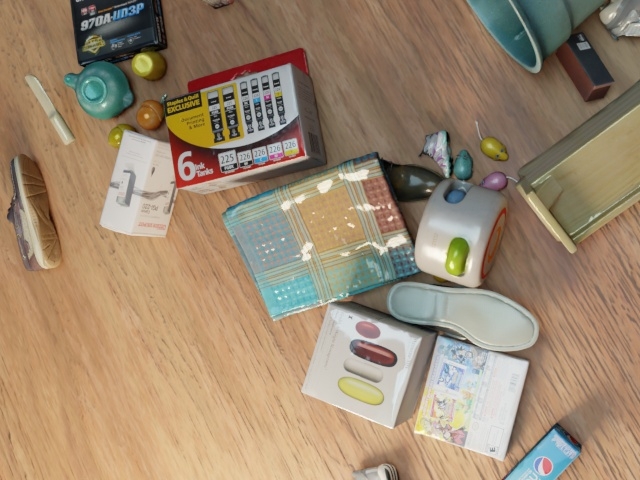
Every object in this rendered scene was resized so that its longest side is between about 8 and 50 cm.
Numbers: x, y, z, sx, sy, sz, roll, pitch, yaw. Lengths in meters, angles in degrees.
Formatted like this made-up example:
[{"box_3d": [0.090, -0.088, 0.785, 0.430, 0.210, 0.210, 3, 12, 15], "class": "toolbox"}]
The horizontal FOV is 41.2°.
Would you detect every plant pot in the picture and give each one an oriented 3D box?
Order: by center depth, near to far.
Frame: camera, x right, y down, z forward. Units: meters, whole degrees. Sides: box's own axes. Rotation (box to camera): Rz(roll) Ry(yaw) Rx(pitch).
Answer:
[{"box_3d": [0.433, -0.545, 1.552, 0.334, 0.341, 0.341, -37, 77, 6], "class": "plant pot"}]

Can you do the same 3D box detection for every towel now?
[{"box_3d": [0.000, 0.000, 1.758, 0.370, 0.040, 0.271, -19, 103, 23], "class": "towel"}]

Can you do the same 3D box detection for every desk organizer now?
[{"box_3d": [0.509, -0.335, 1.644, 0.047, 0.050, 0.130, -15, 64, -14], "class": "desk organizer"}]

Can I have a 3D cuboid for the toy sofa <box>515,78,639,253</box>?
[{"box_3d": [0.554, -0.153, 1.588, 0.362, 0.177, 0.150, -38, 101, 14], "class": "toy sofa"}]

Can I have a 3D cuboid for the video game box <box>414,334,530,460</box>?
[{"box_3d": [0.301, 0.311, 1.696, 0.187, 0.048, 0.205, 15, 93, 18], "class": "video game box"}]

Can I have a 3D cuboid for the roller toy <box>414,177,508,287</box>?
[{"box_3d": [0.267, -0.017, 1.646, 0.146, 0.209, 0.191, 19, 81, 20], "class": "roller toy"}]

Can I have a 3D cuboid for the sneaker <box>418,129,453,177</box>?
[{"box_3d": [0.234, -0.173, 1.747, 0.069, 0.038, 0.098, -9, 81, 24], "class": "sneaker"}]

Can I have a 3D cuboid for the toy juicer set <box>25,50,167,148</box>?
[{"box_3d": [-0.508, -0.314, 1.994, 0.329, 0.089, 0.209, -9, 98, 11], "class": "toy juicer set"}]

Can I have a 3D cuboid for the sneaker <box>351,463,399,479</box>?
[{"box_3d": [0.104, 0.579, 1.745, 0.132, 0.086, 0.229, -12, 74, 24], "class": "sneaker"}]

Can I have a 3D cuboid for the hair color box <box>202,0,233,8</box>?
[{"box_3d": [-0.251, -0.615, 1.904, 0.053, 0.093, 0.167, -13, 84, 19], "class": "hair color box"}]

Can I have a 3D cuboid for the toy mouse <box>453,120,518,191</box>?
[{"box_3d": [0.320, -0.139, 1.714, 0.161, 0.031, 0.143, 45, 102, 15], "class": "toy mouse"}]

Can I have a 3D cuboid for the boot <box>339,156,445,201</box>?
[{"box_3d": [0.140, -0.125, 1.735, 0.219, 0.106, 0.082, 9, 93, 22], "class": "boot"}]

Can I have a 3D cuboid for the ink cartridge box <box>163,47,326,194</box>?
[{"box_3d": [-0.171, -0.267, 1.843, 0.309, 0.130, 0.272, -13, 83, 19], "class": "ink cartridge box"}]

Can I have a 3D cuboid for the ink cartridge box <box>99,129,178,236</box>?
[{"box_3d": [-0.391, -0.122, 1.900, 0.092, 0.158, 0.218, 19, 95, 19], "class": "ink cartridge box"}]

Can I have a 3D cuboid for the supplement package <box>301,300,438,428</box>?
[{"box_3d": [0.102, 0.244, 1.715, 0.203, 0.149, 0.194, 18, 94, 20], "class": "supplement package"}]

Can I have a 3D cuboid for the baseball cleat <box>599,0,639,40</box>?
[{"box_3d": [0.626, -0.452, 1.586, 0.206, 0.072, 0.109, -35, 85, 43], "class": "baseball cleat"}]

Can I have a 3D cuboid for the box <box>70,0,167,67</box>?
[{"box_3d": [-0.476, -0.514, 2.002, 0.220, 0.051, 0.175, -10, 85, 19], "class": "box"}]

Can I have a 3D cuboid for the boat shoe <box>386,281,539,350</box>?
[{"box_3d": [0.285, 0.140, 1.684, 0.302, 0.091, 0.114, 18, 94, 21], "class": "boat shoe"}]

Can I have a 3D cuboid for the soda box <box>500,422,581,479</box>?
[{"box_3d": [0.407, 0.452, 1.639, 0.067, 0.071, 0.210, 44, 102, 15], "class": "soda box"}]

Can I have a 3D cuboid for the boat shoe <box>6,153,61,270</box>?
[{"box_3d": [-0.705, -0.063, 2.042, 0.092, 0.103, 0.285, -17, 88, 13], "class": "boat shoe"}]
